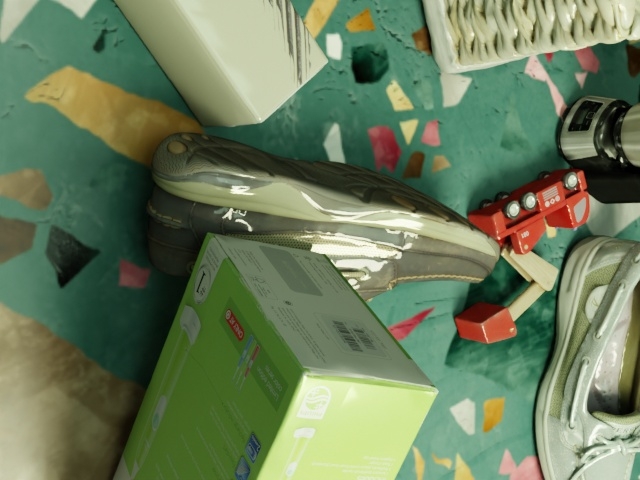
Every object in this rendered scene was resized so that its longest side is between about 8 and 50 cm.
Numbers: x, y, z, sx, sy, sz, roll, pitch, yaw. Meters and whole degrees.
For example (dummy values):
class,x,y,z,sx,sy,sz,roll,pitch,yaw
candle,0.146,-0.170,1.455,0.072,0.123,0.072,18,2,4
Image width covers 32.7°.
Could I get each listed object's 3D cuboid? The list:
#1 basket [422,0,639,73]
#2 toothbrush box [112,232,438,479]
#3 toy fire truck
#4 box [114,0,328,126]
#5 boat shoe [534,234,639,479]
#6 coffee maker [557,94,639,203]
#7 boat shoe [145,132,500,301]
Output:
class,x,y,z,sx,sy,sz,roll,pitch,yaw
basket,0.276,-0.359,1.045,0.328,0.266,0.331,-19,101,-28
toothbrush box,-0.055,0.169,0.866,0.122,0.206,0.283,12,111,-32
toy fire truck,0.218,0.014,1.163,0.192,0.047,0.135,-25,107,-28
box,-0.119,-0.230,0.906,0.094,0.113,0.275,-44,115,-22
boat shoe,0.318,0.156,1.201,0.118,0.103,0.320,9,89,-31
coffee maker,0.364,-0.084,1.166,0.120,0.178,0.171,-35,108,-21
boat shoe,0.000,0.000,1.002,0.355,0.132,0.130,13,107,-26
